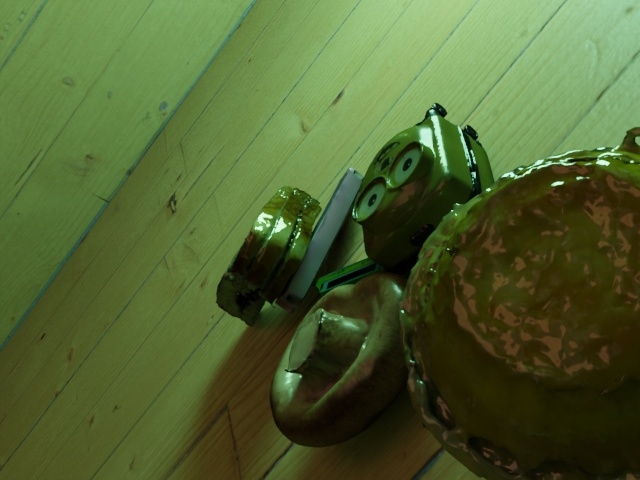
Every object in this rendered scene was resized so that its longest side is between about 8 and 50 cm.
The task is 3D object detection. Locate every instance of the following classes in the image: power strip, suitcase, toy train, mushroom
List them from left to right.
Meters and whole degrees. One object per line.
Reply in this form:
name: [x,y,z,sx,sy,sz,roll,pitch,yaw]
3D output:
power strip: [0.000,0.000,1.621,0.279,0.037,0.109,-62,4,-16]
mushroom: [0.036,0.161,1.312,0.278,0.146,0.278,-43,25,25]
toy train: [0.053,0.068,1.495,0.209,0.044,0.042,-26,40,51]
suitcase: [0.146,-0.069,1.365,0.194,0.143,0.235,-43,28,29]

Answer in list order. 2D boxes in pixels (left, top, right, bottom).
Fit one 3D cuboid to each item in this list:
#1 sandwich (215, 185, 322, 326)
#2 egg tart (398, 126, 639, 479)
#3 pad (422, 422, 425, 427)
sandwich: [-0.111,0.057,1.621,0.288,0.099,0.254,-58,5,25]
egg tart: [0.246,0.052,0.882,0.387,0.169,0.388,-11,58,18]
pad: [0.171,0.121,1.279,0.164,0.004,0.243,-47,28,22]
